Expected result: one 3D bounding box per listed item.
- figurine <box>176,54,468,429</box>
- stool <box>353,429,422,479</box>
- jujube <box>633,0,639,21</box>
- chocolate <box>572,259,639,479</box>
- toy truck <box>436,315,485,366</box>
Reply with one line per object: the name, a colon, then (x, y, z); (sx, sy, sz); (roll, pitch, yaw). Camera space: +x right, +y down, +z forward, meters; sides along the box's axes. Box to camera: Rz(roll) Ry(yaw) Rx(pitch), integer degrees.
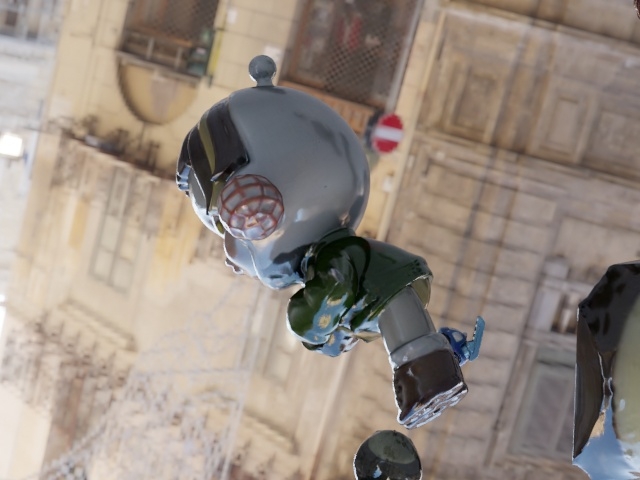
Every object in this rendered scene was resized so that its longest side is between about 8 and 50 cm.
figurine: (0.000, 0.000, 1.061); (0.370, 0.167, 0.281); (54, -177, 19)
stool: (0.047, 0.333, 1.317); (0.153, 0.228, 0.139); (-8, 176, 7)
jujube: (0.359, -0.236, 1.188); (0.077, 0.077, 0.129); (7, -130, -36)
chocolate: (0.544, 0.190, 1.584); (0.326, 0.314, 0.297); (-4, -172, -33)
toy truck: (0.237, 0.164, 1.949); (0.073, 0.090, 0.056); (60, -179, 2)
